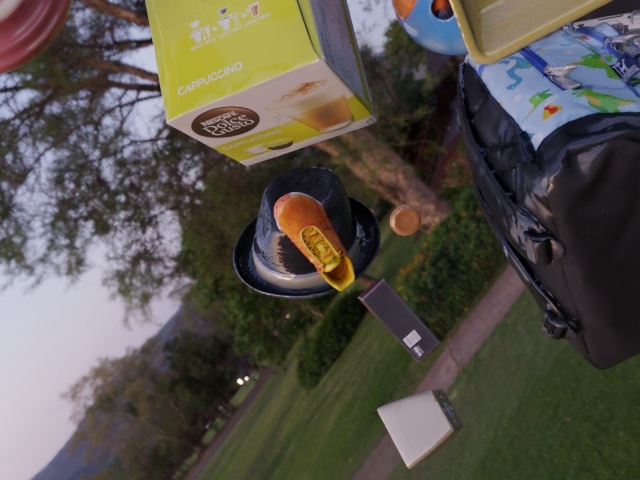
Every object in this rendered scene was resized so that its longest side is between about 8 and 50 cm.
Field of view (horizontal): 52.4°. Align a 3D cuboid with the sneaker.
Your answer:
[{"bbox_3d":[0.000,0.000,0.851,0.064,0.175,0.067,-40,42,2],"label":"sneaker"}]

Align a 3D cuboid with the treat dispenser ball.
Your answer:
[{"bbox_3d":[0.286,-0.525,1.326,0.288,0.288,0.288,-51,3,4],"label":"treat dispenser ball"}]

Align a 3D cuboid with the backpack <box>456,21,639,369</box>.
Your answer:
[{"bbox_3d":[0.274,-0.095,0.726,0.273,0.290,0.355,-30,34,0],"label":"backpack"}]

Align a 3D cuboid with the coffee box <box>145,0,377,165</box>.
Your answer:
[{"bbox_3d":[-0.118,-0.396,1.354,0.338,0.338,0.334,-17,-15,19],"label":"coffee box"}]

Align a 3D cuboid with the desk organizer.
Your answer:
[{"bbox_3d":[0.118,0.121,0.998,0.047,0.130,0.050,-42,4,-6],"label":"desk organizer"}]

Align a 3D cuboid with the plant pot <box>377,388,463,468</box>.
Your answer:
[{"bbox_3d":[0.178,0.309,1.109,0.096,0.109,0.109,-36,-22,15],"label":"plant pot"}]

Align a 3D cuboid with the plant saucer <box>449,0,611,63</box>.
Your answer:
[{"bbox_3d":[0.230,-0.401,0.662,0.333,0.333,0.081,-28,20,-3],"label":"plant saucer"}]

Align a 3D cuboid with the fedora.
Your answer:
[{"bbox_3d":[-0.035,-0.041,1.299,0.334,0.334,0.152,-54,-34,-42],"label":"fedora"}]

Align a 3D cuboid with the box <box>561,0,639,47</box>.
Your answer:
[{"bbox_3d":[0.576,-0.327,1.289,0.076,0.242,0.307,-79,-16,-67],"label":"box"}]

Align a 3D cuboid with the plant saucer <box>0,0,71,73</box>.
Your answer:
[{"bbox_3d":[-0.566,-0.423,1.015,0.332,0.332,0.084,-52,4,-10],"label":"plant saucer"}]

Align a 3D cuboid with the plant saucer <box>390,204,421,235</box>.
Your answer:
[{"bbox_3d":[0.223,-0.052,1.697,0.083,0.083,0.013,-51,17,8],"label":"plant saucer"}]
